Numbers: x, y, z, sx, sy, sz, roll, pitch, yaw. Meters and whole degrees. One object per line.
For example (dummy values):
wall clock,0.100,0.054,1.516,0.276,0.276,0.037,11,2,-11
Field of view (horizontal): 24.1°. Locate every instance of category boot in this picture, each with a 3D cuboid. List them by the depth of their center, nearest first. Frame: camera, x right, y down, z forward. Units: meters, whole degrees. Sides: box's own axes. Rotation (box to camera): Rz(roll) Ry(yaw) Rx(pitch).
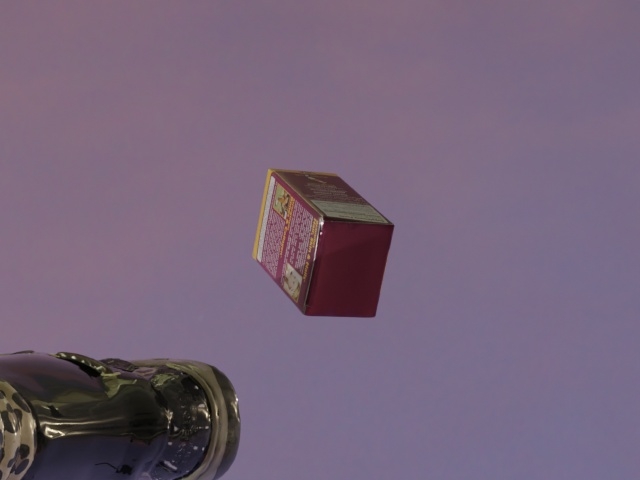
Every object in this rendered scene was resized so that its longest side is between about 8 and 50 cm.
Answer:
boot,-0.180,0.093,0.713,0.236,0.085,0.178,-8,172,30

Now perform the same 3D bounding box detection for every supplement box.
supplement box,0.000,0.000,0.791,0.043,0.055,0.083,4,-160,-23
